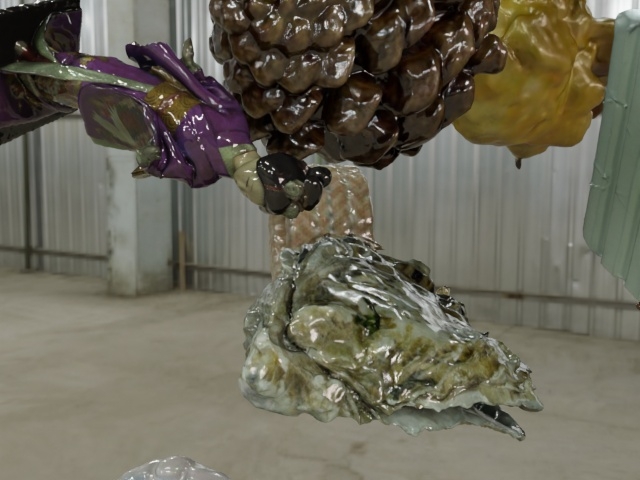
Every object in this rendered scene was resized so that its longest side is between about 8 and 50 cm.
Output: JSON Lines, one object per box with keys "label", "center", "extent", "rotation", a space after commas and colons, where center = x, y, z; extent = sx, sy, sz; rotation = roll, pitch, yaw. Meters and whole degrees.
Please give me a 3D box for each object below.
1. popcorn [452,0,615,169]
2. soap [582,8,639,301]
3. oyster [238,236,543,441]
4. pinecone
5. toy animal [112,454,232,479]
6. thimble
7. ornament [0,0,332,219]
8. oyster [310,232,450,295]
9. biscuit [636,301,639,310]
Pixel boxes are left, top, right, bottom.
{"label": "popcorn", "center": [0.218, -0.205, 0.862], "extent": [0.254, 0.190, 0.191], "rotation": [19, -49, -34]}
{"label": "soap", "center": [0.251, -0.052, 0.548], "extent": [0.067, 0.198, 0.119], "rotation": [-13, 38, -11]}
{"label": "oyster", "center": [0.043, 0.078, 0.562], "extent": [0.268, 0.112, 0.198], "rotation": [24, 14, -29]}
{"label": "pinecone", "center": [0.023, -0.133, 0.510], "extent": [0.184, 0.179, 0.204], "rotation": [-33, -22, 12]}
{"label": "toy animal", "center": [-0.131, 0.297, 0.651], "extent": [0.208, 0.156, 0.204], "rotation": [41, 35, 3]}
{"label": "thimble", "center": [0.001, -0.006, 1.229], "extent": [0.148, 0.229, 0.196], "rotation": [-2, -22, -12]}
{"label": "ornament", "center": [-0.093, -0.064, 0.431], "extent": [0.203, 0.088, 0.081], "rotation": [28, 35, 19]}
{"label": "oyster", "center": [0.068, 0.046, 1.081], "extent": [0.200, 0.061, 0.106], "rotation": [36, 29, 27]}
{"label": "biscuit", "center": [0.372, -0.064, 0.617], "extent": [0.289, 0.334, 0.081], "rotation": [17, 20, 35]}
